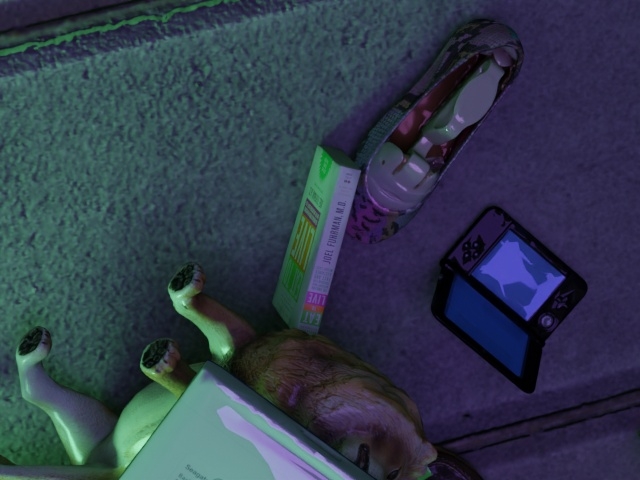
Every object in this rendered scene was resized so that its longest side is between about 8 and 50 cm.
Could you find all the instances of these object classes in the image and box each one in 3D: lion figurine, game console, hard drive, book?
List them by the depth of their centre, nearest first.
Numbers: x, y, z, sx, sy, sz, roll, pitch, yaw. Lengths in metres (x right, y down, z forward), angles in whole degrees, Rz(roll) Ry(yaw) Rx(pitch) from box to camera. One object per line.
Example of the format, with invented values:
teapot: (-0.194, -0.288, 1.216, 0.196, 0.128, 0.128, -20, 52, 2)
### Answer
hard drive: (-0.094, 0.277, 1.370, 0.210, 0.040, 0.318, 36, 100, -4)
lion figurine: (-0.117, 0.158, 1.493, 0.392, 0.142, 0.240, -17, 133, 33)
book: (0.000, 0.000, 1.513, 0.035, 0.096, 0.144, 13, 100, -12)
game console: (0.164, 0.050, 1.567, 0.122, 0.071, 0.107, 40, 94, -16)

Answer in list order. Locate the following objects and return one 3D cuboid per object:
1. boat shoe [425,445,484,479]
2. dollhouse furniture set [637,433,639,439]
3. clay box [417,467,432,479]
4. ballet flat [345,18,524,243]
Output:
boat shoe: (0.144, 0.274, 1.616, 0.073, 0.073, 0.207, -35, 105, 1)
dollhouse furniture set: (0.461, 0.194, 1.600, 0.262, 0.135, 0.259, -39, 111, 9)
clay box: (0.009, 0.252, 1.564, 0.222, 0.053, 0.127, -30, 100, 13)
ballet flat: (0.092, -0.088, 1.518, 0.077, 0.079, 0.221, 36, 95, -16)
